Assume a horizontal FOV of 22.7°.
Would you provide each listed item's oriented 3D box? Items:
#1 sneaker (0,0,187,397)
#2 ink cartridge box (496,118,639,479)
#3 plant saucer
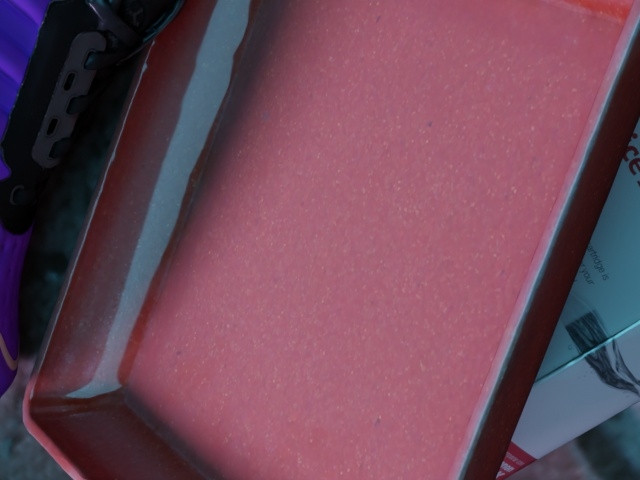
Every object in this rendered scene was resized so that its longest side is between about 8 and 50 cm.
[{"bbox_3d":[-0.119,-0.071,0.614,0.146,0.102,0.293,-6,110,-5],"label":"sneaker"},{"bbox_3d":[0.083,0.016,0.580,0.135,0.056,0.099,-32,52,14],"label":"ink cartridge box"},{"bbox_3d":[0.000,0.000,0.567,0.258,0.047,0.259,31,104,52],"label":"plant saucer"}]
